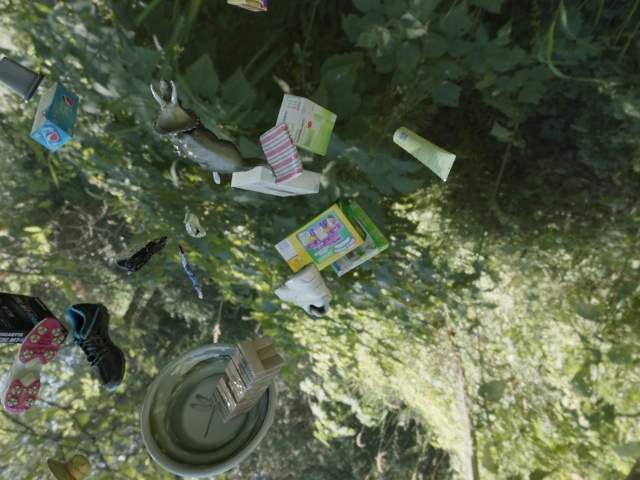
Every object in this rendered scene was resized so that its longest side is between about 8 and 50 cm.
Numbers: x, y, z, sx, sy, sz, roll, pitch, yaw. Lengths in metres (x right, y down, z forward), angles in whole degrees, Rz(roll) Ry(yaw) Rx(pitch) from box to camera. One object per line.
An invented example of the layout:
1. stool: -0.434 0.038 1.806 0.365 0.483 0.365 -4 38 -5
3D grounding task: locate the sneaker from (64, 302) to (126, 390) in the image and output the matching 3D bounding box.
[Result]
1. sneaker: -0.793 0.369 1.649 0.340 0.125 0.140 57 -168 24

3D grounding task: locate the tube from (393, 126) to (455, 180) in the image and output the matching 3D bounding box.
1. tube: 0.339 -0.292 1.552 0.240 0.062 0.070 45 178 36

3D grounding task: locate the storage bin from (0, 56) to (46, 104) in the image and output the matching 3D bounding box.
1. storage bin: -0.754 -0.396 1.173 0.091 0.098 0.135 32 174 -35

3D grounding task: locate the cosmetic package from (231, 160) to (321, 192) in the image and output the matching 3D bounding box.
1. cosmetic package: -0.215 -0.279 2.196 0.285 0.097 0.377 11 176 -29

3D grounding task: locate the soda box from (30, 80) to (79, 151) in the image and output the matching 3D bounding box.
1. soda box: -0.690 -0.327 1.239 0.067 0.071 0.210 45 -162 -44

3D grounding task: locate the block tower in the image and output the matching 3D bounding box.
1. block tower: -0.201 0.374 1.257 0.091 0.097 0.335 55 140 24

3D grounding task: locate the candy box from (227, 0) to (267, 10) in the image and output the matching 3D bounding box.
1. candy box: -0.164 -0.635 1.084 0.053 0.186 0.109 10 -161 17

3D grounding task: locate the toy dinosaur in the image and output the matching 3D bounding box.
1. toy dinosaur: -0.233 -0.190 0.992 0.314 0.121 0.160 40 -176 -20

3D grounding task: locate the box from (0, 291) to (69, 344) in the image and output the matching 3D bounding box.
1. box: -1.227 0.311 1.916 0.296 0.073 0.293 33 -176 30

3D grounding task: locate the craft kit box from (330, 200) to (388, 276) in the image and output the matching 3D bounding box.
1. craft kit box: 0.109 -0.013 1.952 0.249 0.247 0.061 54 169 27

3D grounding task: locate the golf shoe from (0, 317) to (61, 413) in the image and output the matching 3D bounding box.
1. golf shoe: -0.961 0.398 1.554 0.140 0.306 0.115 -1 153 39

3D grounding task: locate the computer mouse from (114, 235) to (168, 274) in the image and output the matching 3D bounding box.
1. computer mouse: -0.676 0.067 1.767 0.272 0.188 0.072 -4 124 48

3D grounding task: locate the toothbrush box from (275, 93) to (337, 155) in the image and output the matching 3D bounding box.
1. toothbrush box: -0.069 -0.532 2.205 0.122 0.206 0.283 21 -172 33

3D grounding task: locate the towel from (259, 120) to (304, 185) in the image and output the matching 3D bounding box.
1. towel: -0.140 -0.304 1.666 0.144 0.029 0.196 -21 89 43

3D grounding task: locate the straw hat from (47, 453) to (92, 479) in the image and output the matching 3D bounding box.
1. straw hat: -0.631 0.594 1.230 0.144 0.061 0.144 38 156 20

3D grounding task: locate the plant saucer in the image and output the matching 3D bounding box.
1. plant saucer: -0.324 0.506 1.423 0.401 0.400 0.100 32 150 31

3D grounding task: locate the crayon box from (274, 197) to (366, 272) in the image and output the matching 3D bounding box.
1. crayon box: 0.000 0.000 1.645 0.165 0.279 0.081 53 -160 -10

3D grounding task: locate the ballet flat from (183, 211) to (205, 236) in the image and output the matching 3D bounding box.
1. ballet flat: -0.437 -0.041 1.624 0.057 0.052 0.168 14 155 8

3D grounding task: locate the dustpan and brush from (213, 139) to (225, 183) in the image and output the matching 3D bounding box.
1. dustpan and brush: -0.429 -0.311 1.900 0.148 0.060 0.211 0 151 1

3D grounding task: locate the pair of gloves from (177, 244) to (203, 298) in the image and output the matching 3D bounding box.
1. pair of gloves: -0.458 0.106 1.652 0.198 0.023 0.159 55 160 29

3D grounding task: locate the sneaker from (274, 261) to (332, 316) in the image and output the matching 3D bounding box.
1. sneaker: -0.034 0.128 1.076 0.115 0.090 0.232 53 165 2
